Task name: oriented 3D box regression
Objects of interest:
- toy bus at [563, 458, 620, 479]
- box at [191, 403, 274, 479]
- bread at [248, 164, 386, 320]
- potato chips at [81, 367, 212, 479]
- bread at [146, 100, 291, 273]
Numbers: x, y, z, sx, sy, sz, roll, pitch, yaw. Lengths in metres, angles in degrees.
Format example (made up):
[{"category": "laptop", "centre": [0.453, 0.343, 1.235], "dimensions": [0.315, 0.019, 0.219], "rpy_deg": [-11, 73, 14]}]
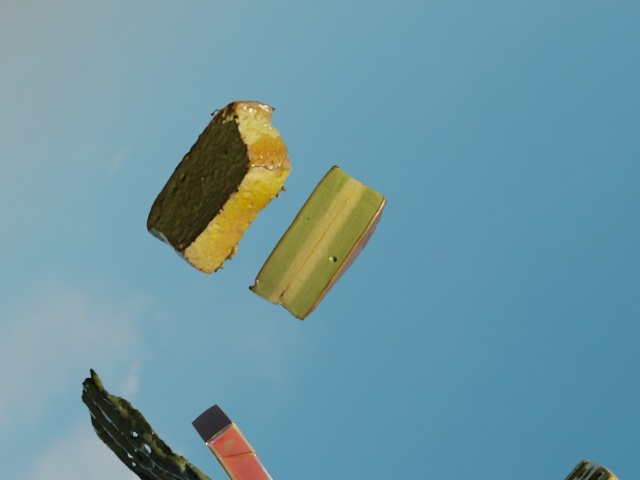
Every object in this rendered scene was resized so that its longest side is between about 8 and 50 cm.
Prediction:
[{"category": "toy bus", "centre": [0.360, 0.375, 1.183], "dimensions": [0.121, 0.335, 0.123], "rpy_deg": [-46, 178, -10]}, {"category": "box", "centre": [-0.097, 0.307, 1.566], "dimensions": [0.048, 0.175, 0.112], "rpy_deg": [-34, -166, -10]}, {"category": "bread", "centre": [-0.003, 0.003, 1.204], "dimensions": [0.139, 0.074, 0.084], "rpy_deg": [-48, 166, -41]}, {"category": "potato chips", "centre": [-0.168, 0.212, 1.185], "dimensions": [0.028, 0.207, 0.092], "rpy_deg": [-38, 154, -38]}, {"category": "bread", "centre": [-0.104, -0.055, 1.229], "dimensions": [0.187, 0.065, 0.103], "rpy_deg": [-48, -130, 16]}]
